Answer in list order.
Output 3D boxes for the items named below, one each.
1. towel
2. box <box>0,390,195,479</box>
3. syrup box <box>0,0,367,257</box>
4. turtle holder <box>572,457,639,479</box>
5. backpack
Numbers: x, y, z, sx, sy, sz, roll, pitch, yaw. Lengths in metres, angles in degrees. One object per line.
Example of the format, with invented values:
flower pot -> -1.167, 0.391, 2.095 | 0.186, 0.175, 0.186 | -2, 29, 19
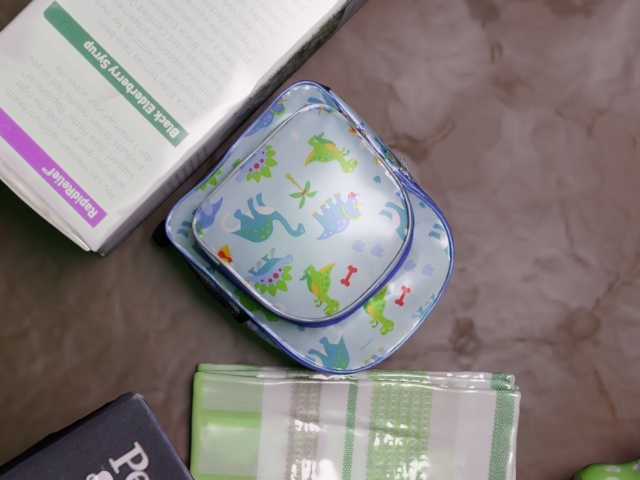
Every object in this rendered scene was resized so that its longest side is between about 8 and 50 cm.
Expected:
towel -> 0.015, 0.114, 0.687 | 0.152, 0.023, 0.113 | 3, 87, -3
box -> -0.127, 0.259, 0.555 | 0.294, 0.183, 0.296 | -32, 90, -25
syrup box -> -0.047, -0.106, 0.657 | 0.237, 0.093, 0.096 | -44, 91, -4
turtle holder -> 0.234, 0.219, 0.588 | 0.320, 0.243, 0.227 | 34, 119, -4
backpack -> 0.000, 0.000, 0.661 | 0.114, 0.084, 0.105 | 44, 88, -3
